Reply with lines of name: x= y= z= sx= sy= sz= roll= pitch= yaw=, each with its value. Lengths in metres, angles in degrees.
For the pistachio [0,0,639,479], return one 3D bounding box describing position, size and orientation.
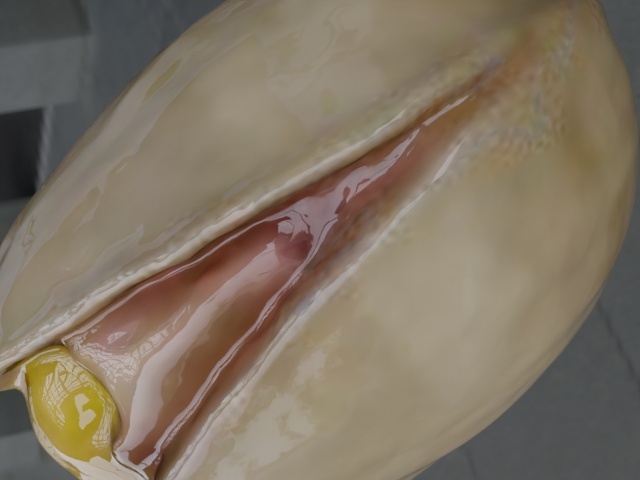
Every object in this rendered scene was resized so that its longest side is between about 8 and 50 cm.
pistachio: x=0.000 y=0.000 z=0.689 sx=0.230 sy=0.309 sz=0.230 roll=51 pitch=178 yaw=3
